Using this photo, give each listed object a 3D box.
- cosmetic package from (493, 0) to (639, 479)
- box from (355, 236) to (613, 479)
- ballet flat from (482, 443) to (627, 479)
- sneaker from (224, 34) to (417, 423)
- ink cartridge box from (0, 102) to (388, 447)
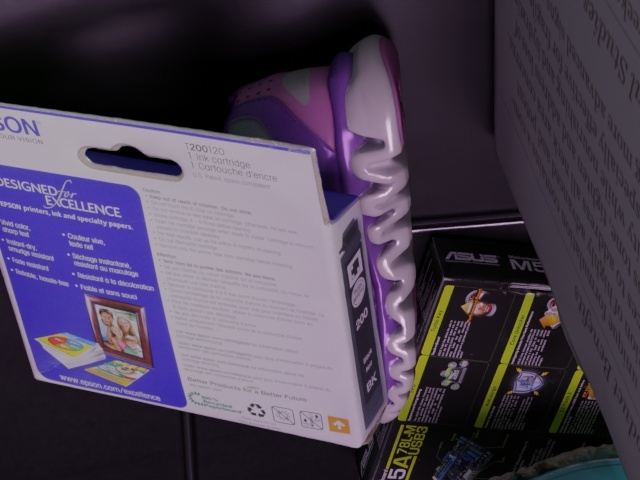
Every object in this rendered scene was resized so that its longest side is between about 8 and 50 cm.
[{"bbox_3d":[0.263,-0.123,0.681,0.327,0.329,0.393,-8,130,-5],"label":"cosmetic package"},{"bbox_3d":[0.132,0.090,1.011,0.184,0.045,0.190,6,128,-12],"label":"box"},{"bbox_3d":[0.227,0.191,1.008,0.409,0.147,0.147,-10,131,-25],"label":"ballet flat"},{"bbox_3d":[0.000,0.000,0.890,0.105,0.095,0.236,-6,124,3],"label":"sneaker"},{"bbox_3d":[-0.075,0.008,0.847,0.206,0.045,0.208,10,135,20],"label":"ink cartridge box"}]
